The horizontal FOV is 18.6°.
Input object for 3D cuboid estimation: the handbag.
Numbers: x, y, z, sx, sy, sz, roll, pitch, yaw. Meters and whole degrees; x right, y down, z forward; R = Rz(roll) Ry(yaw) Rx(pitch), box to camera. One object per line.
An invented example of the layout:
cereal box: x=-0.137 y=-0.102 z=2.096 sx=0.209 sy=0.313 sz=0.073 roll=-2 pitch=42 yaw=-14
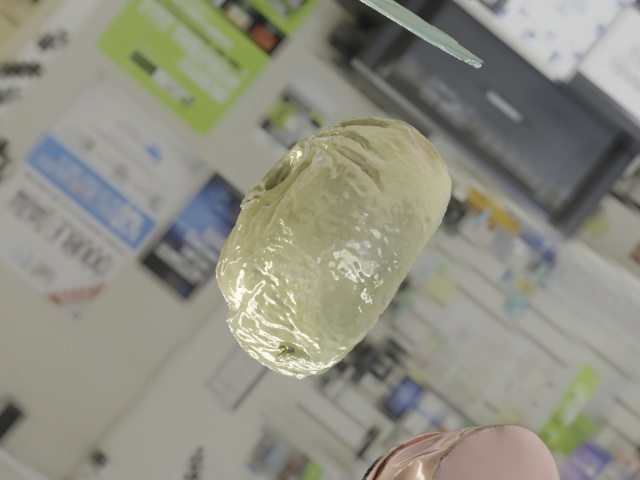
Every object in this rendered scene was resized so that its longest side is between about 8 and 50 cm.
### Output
handbag: x=0.145 y=0.283 z=2.051 sx=0.205 sy=0.179 sz=0.116 roll=-12 pitch=-175 yaw=-37

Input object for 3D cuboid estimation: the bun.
bun: x=0.000 y=0.000 z=1.685 sx=0.153 sy=0.244 sz=0.244 roll=36 pitch=178 yaw=0

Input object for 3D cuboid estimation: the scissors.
scissors: x=-0.001 y=-0.183 z=1.268 sx=0.247 sy=0.017 sz=0.144 roll=21 pitch=-140 yaw=-21
